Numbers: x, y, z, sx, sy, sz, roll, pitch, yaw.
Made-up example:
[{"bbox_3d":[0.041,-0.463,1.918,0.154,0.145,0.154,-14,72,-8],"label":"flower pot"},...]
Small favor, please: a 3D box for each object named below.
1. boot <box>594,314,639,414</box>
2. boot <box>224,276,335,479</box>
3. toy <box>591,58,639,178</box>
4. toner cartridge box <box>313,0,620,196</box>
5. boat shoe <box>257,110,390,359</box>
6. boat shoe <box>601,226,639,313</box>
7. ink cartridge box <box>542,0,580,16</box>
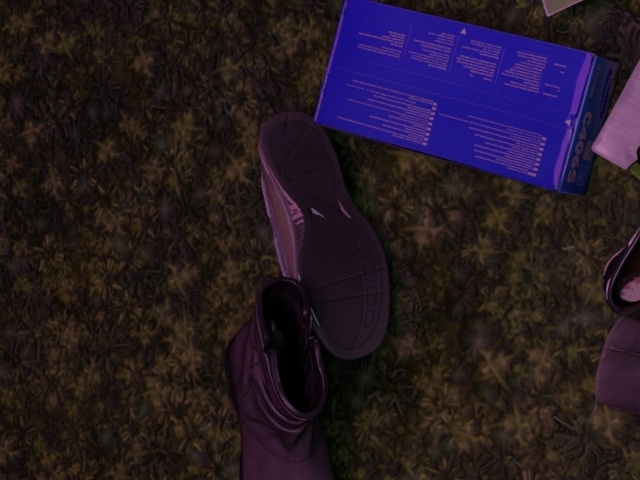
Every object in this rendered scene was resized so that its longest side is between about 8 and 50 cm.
[{"bbox_3d":[0.403,0.113,1.885,0.208,0.076,0.190,19,82,55],"label":"boot"},{"bbox_3d":[-0.036,0.230,2.122,0.223,0.118,0.338,122,129,-68],"label":"boot"},{"bbox_3d":[0.416,-0.169,1.964,0.137,0.056,0.237,33,111,16],"label":"toy"},{"bbox_3d":[0.168,-0.174,2.112,0.348,0.075,0.165,19,98,32],"label":"toner cartridge box"},{"bbox_3d":[-0.003,0.000,2.201,0.118,0.103,0.320,-18,76,-16],"label":"boat shoe"},{"bbox_3d":[0.398,-0.009,1.944,0.084,0.079,0.233,44,112,4],"label":"boat shoe"},{"bbox_3d":[0.346,-0.372,2.025,0.235,0.056,0.171,-24,74,32],"label":"ink cartridge box"}]
